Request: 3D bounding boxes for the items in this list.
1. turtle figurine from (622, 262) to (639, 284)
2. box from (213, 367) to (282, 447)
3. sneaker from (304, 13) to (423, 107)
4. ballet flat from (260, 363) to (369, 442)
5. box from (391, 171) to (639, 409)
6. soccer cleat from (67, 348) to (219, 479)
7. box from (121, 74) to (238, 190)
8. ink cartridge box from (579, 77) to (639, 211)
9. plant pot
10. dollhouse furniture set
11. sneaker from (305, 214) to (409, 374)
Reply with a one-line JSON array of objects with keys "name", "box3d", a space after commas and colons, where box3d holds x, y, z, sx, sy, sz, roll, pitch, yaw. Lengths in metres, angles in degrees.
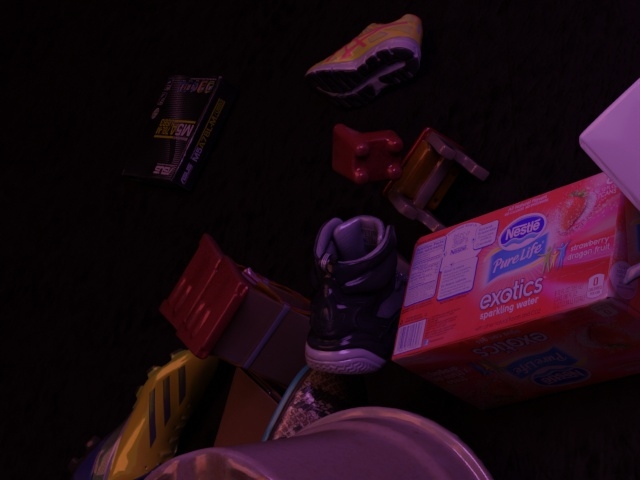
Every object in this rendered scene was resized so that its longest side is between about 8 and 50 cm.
[{"name": "turtle figurine", "box3d": [0.406, -0.015, 1.435, 0.274, 0.198, 0.266, 10, 67, 52]}, {"name": "box", "box3d": [-0.091, 0.274, 2.041, 0.164, 0.021, 0.201, 34, 110, 59]}, {"name": "sneaker", "box3d": [0.065, -0.247, 2.261, 0.208, 0.081, 0.094, -14, 46, 43]}, {"name": "ballet flat", "box3d": [-0.036, 0.370, 1.837, 0.182, 0.164, 0.483, 36, 101, 37]}, {"name": "box", "box3d": [0.230, 0.055, 1.687, 0.300, 0.142, 0.154, -22, 47, 46]}, {"name": "soccer cleat", "box3d": [-0.221, 0.263, 2.259, 0.289, 0.093, 0.121, -48, 63, 11]}, {"name": "box", "box3d": [-0.224, -0.172, 2.646, 0.190, 0.045, 0.184, 11, 72, 59]}, {"name": "ink cartridge box", "box3d": [0.372, -0.126, 1.513, 0.198, 0.273, 0.115, -45, 78, 23]}, {"name": "plant pot", "box3d": [-0.024, 0.313, 1.567, 0.333, 0.305, 0.334, -6, 78, 30]}, {"name": "dollhouse furniture set", "box3d": [0.000, 0.000, 2.016, 0.374, 0.201, 0.152, -56, 31, 8]}, {"name": "sneaker", "box3d": [0.070, 0.041, 1.826, 0.101, 0.268, 0.153, 6, 108, 29]}]
